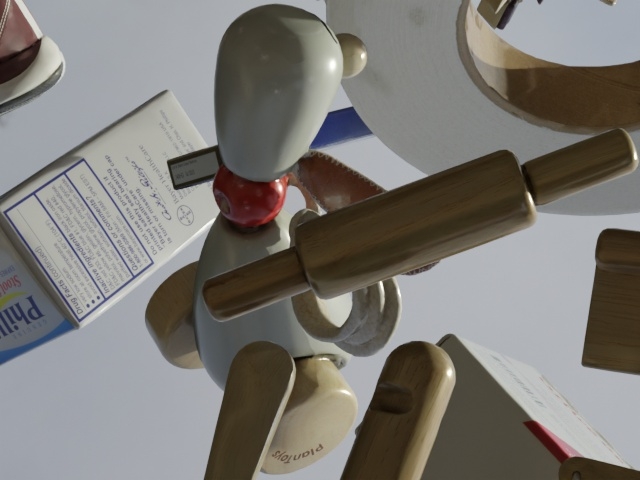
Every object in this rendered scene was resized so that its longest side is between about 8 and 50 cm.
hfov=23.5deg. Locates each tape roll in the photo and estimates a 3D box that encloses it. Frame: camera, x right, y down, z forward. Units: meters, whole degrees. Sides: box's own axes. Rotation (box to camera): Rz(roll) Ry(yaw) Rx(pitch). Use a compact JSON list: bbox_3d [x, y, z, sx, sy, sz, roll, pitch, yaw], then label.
[{"bbox_3d":[0.194,-0.168,1.056,0.392,0.392,0.072,-15,-134,21],"label":"tape roll"}]

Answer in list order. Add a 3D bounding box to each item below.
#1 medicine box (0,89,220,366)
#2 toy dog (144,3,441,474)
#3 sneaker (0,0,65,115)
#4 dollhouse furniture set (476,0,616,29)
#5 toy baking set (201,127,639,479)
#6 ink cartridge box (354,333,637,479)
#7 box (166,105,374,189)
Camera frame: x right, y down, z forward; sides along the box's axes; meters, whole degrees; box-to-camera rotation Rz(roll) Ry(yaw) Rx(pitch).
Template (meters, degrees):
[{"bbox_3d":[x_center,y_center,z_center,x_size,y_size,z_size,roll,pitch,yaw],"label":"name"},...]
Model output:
[{"bbox_3d":[-0.278,0.002,1.625,0.263,0.149,0.289,-26,-170,43],"label":"medicine box"},{"bbox_3d":[0.000,0.000,0.985,0.161,0.220,0.333,-20,161,-29],"label":"toy dog"},{"bbox_3d":[-0.339,-0.131,1.107,0.281,0.162,0.106,-28,-172,-25],"label":"sneaker"},{"bbox_3d":[0.132,-0.135,0.892,0.091,0.081,0.114,-63,173,34],"label":"dollhouse furniture set"},{"bbox_3d":[0.037,0.070,0.517,0.256,0.030,0.196,-16,-115,8],"label":"toy baking set"},{"bbox_3d":[0.109,0.125,0.804,0.072,0.175,0.127,-46,-112,7],"label":"ink cartridge box"},{"bbox_3d":[-0.021,-0.098,1.499,0.225,0.036,0.136,-16,-178,-38],"label":"box"}]
